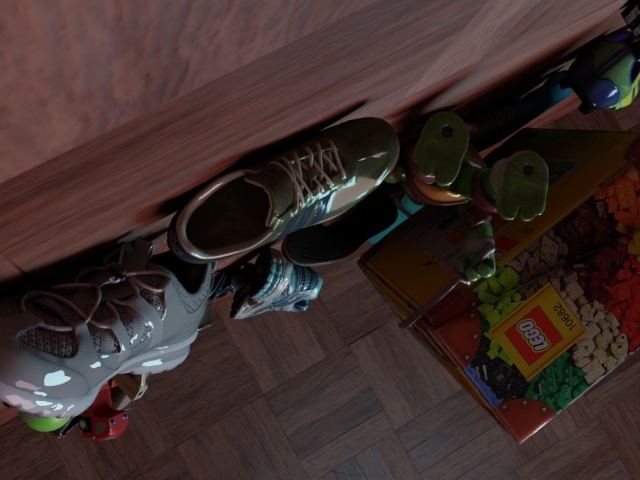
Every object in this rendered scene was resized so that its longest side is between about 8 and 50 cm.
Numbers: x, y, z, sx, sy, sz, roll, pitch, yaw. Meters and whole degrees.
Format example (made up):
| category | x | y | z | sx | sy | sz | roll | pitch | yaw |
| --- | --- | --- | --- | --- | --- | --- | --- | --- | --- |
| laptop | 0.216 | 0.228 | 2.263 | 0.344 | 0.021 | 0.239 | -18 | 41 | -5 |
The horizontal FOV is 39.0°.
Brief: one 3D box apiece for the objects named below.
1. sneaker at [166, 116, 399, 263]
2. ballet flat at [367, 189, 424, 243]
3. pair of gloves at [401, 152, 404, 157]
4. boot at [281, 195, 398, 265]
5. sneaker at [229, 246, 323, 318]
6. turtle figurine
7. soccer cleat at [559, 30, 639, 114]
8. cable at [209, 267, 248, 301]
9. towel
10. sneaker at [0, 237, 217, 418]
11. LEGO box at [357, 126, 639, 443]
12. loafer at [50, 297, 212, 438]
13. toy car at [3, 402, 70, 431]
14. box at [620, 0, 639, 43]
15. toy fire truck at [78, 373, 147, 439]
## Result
| category | x | y | z | sx | sy | sz | roll | pitch | yaw |
| --- | --- | --- | --- | --- | --- | --- | --- | --- | --- |
| sneaker | -0.025 | -0.034 | 0.660 | 0.192 | 0.064 | 0.086 | -26 | -178 | -1 |
| ballet flat | 0.189 | -0.090 | 1.828 | 0.124 | 0.116 | 0.342 | -50 | -176 | -28 |
| pair of gloves | 0.142 | -0.118 | 1.179 | 0.083 | 0.010 | 0.074 | -38 | 157 | 4 |
| boot | 0.002 | 0.001 | 1.542 | 0.236 | 0.085 | 0.178 | -26 | 179 | -35 |
| sneaker | -0.081 | 0.098 | 1.625 | 0.283 | 0.122 | 0.110 | 151 | -43 | -69 |
| turtle figurine | 0.112 | -0.022 | 0.972 | 0.275 | 0.198 | 0.266 | -33 | 180 | -13 |
| soccer cleat | 0.434 | -0.249 | 1.294 | 0.121 | 0.093 | 0.289 | -41 | 173 | 32 |
| cable | -0.208 | 0.101 | 1.551 | 0.150 | 0.047 | 0.184 | -32 | -177 | 23 |
| towel | 0.187 | -0.138 | 1.376 | 0.370 | 0.040 | 0.271 | -26 | 176 | -23 |
| sneaker | -0.169 | 0.045 | 0.676 | 0.115 | 0.105 | 0.281 | -61 | 167 | 13 |
| LEGO box | 0.288 | 0.025 | 1.296 | 0.372 | 0.193 | 0.500 | -38 | -169 | -1 |
| loafer | -0.308 | 0.199 | 1.432 | 0.366 | 0.130 | 0.134 | -30 | 178 | 18 |
| toy car | -0.402 | 0.230 | 1.224 | 0.239 | 0.053 | 0.225 | -30 | 160 | 15 |
| box | 0.432 | -0.287 | 0.919 | 0.220 | 0.051 | 0.175 | -30 | 178 | 7 |
| toy fire truck | -0.297 | 0.198 | 1.318 | 0.135 | 0.192 | 0.047 | -3 | -175 | 29 |
